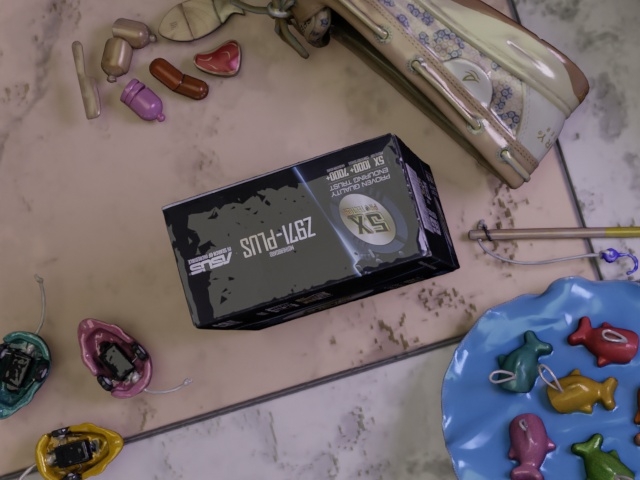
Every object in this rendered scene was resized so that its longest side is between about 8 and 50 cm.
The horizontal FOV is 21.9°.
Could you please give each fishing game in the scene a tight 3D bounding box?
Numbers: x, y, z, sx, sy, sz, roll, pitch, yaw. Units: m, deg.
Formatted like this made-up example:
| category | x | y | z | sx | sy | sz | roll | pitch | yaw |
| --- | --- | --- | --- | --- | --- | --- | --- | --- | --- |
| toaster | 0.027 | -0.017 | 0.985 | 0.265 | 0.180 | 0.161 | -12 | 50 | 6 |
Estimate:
| category | x | y | z | sx | sy | sz | roll | pitch | yaw |
| --- | --- | --- | --- | --- | --- | --- | --- | --- | --- |
| fishing game | 0.167 | 0.104 | 1.032 | 0.189 | 0.041 | 0.264 | 3 | 65 | 12 |

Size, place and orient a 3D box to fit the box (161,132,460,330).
| category | x | y | z | sx | sy | sz | roll | pitch | yaw |
| --- | --- | --- | --- | --- | --- | --- | --- | --- | --- |
| box | 0.000 | 0.000 | 1.036 | 0.147 | 0.180 | 0.078 | -17 | 84 | 8 |

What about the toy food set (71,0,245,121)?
| category | x | y | z | sx | sy | sz | roll | pitch | yaw |
| --- | --- | --- | --- | --- | --- | --- | --- | --- | --- |
| toy food set | -0.107 | -0.122 | 1.146 | 0.122 | 0.019 | 0.078 | -12 | 85 | 1 |

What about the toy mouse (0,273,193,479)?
| category | x | y | z | sx | sy | sz | roll | pitch | yaw |
| --- | --- | --- | --- | --- | --- | --- | --- | --- | --- |
| toy mouse | -0.171 | 0.092 | 1.136 | 0.161 | 0.031 | 0.143 | -21 | 84 | 8 |

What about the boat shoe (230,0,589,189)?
| category | x | y | z | sx | sy | sz | roll | pitch | yaw |
| --- | --- | --- | --- | --- | --- | --- | --- | --- | --- |
| boat shoe | 0.034 | -0.140 | 1.078 | 0.285 | 0.104 | 0.089 | 31 | 89 | 10 |
